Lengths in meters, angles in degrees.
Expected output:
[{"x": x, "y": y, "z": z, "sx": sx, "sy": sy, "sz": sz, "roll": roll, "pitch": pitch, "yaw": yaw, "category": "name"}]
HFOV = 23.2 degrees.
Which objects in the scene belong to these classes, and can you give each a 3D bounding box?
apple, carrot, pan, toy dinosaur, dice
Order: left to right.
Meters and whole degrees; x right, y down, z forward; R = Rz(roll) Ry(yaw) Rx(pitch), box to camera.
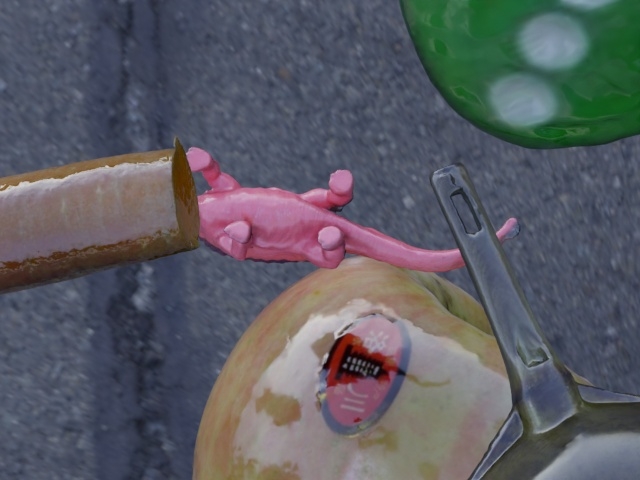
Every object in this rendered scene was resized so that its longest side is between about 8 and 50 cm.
[{"x": -0.175, "y": -0.001, "z": 0.805, "sx": 0.225, "sy": 0.067, "sz": 0.067, "roll": -12, "pitch": 70, "yaw": 10, "category": "carrot"}, {"x": -0.004, "y": 0.002, "z": 1.171, "sx": 0.286, "sy": 0.139, "sz": 0.070, "roll": 7, "pitch": 67, "yaw": -3, "category": "toy dinosaur"}, {"x": 0.079, "y": 0.219, "z": 1.357, "sx": 0.391, "sy": 0.391, "sz": 0.346, "roll": 31, "pitch": 98, "yaw": 23, "category": "apple"}, {"x": 0.072, "y": 0.086, "z": 0.459, "sx": 0.202, "sy": 0.048, "sz": 0.128, "roll": 45, "pitch": 79, "yaw": -1, "category": "pan"}, {"x": 0.266, "y": -0.293, "z": 1.626, "sx": 0.297, "sy": 0.300, "sz": 0.287, "roll": -10, "pitch": 40, "yaw": 31, "category": "dice"}]
